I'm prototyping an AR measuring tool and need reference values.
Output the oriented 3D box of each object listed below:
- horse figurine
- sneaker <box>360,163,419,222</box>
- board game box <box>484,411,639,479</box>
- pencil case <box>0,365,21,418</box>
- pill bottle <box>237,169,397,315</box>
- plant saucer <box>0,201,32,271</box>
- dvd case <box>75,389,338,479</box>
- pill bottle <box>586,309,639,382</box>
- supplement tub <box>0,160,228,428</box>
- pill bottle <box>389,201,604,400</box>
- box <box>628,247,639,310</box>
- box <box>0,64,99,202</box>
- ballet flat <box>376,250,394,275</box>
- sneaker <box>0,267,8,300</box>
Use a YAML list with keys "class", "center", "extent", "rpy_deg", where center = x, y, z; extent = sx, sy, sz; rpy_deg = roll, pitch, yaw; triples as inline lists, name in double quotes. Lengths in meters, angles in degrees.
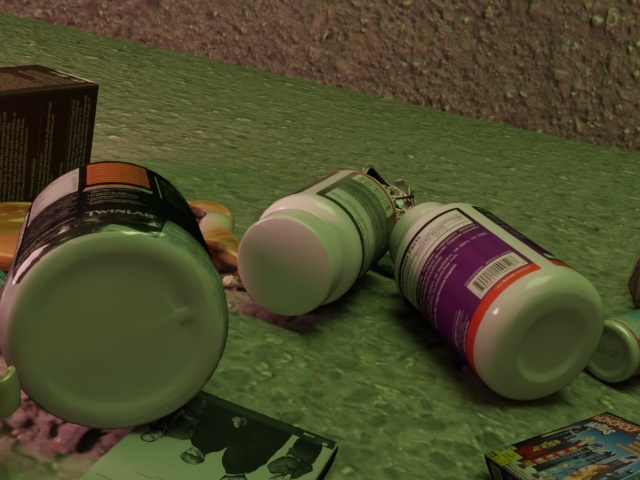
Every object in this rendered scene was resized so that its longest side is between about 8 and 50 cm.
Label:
- class: "horse figurine"
  center: [-0.186, -0.011, 1.237]
  extent: [0.174, 0.066, 0.263]
  rpy_deg: [5, 22, -17]
- class: "sneaker"
  center: [0.135, -0.050, 1.455]
  extent: [0.105, 0.115, 0.281]
  rpy_deg: [-4, 26, -38]
- class: "board game box"
  center: [0.281, 0.221, 0.773]
  extent: [0.194, 0.060, 0.194]
  rpy_deg: [-16, 1, -7]
- class: "pencil case"
  center: [-0.411, 0.147, 0.554]
  extent: [0.183, 0.160, 0.410]
  rpy_deg: [30, 25, 18]
- class: "pill bottle"
  center: [0.000, 0.000, 1.177]
  extent: [0.161, 0.161, 0.283]
  rpy_deg: [19, 21, 16]
- class: "plant saucer"
  center: [-0.398, -0.002, 1.128]
  extent: [0.199, 0.037, 0.200]
  rpy_deg: [11, 21, -4]
- class: "dvd case"
  center: [-0.104, 0.218, 0.733]
  extent: [0.179, 0.030, 0.238]
  rpy_deg: [18, 22, 14]
- class: "pill bottle"
  center: [0.448, 0.146, 1.167]
  extent: [0.160, 0.087, 0.087]
  rpy_deg: [-7, 28, -41]
- class: "supplement tub"
  center: [-0.221, 0.034, 0.872]
  extent: [0.207, 0.207, 0.338]
  rpy_deg: [6, 15, -17]
- class: "pill bottle"
  center: [0.219, 0.063, 1.116]
  extent: [0.181, 0.182, 0.323]
  rpy_deg: [3, 22, -24]
- class: "box"
  center: [0.599, 0.083, 1.390]
  extent: [0.094, 0.113, 0.275]
  rpy_deg: [16, 19, 10]
- class: "box"
  center: [-0.514, -0.149, 1.234]
  extent: [0.143, 0.191, 0.381]
  rpy_deg: [19, 20, 17]
- class: "ballet flat"
  center: [0.100, 0.001, 1.353]
  extent: [0.221, 0.079, 0.077]
  rpy_deg: [25, 31, 30]
- class: "sneaker"
  center: [-0.367, 0.071, 0.944]
  extent: [0.076, 0.065, 0.166]
  rpy_deg: [19, 17, -34]
